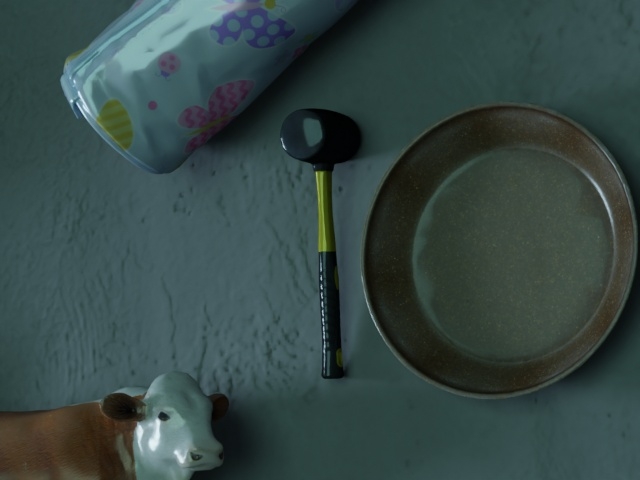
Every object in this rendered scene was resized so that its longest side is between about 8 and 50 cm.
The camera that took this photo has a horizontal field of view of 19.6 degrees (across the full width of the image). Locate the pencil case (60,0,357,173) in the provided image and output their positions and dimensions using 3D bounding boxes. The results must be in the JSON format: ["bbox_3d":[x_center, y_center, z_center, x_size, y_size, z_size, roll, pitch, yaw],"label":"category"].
[{"bbox_3d":[-0.057,-0.168,1.306,0.273,0.124,0.113,-42,65,18],"label":"pencil case"}]

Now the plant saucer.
[{"bbox_3d":[0.121,0.007,1.227,0.199,0.036,0.198,-5,80,28],"label":"plant saucer"}]

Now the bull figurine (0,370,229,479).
[{"bbox_3d":[-0.193,0.192,1.333,0.310,0.101,0.188,-4,81,28],"label":"bull figurine"}]

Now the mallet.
[{"bbox_3d":[0.000,0.000,1.280,0.039,0.062,0.189,-4,80,27],"label":"mallet"}]
